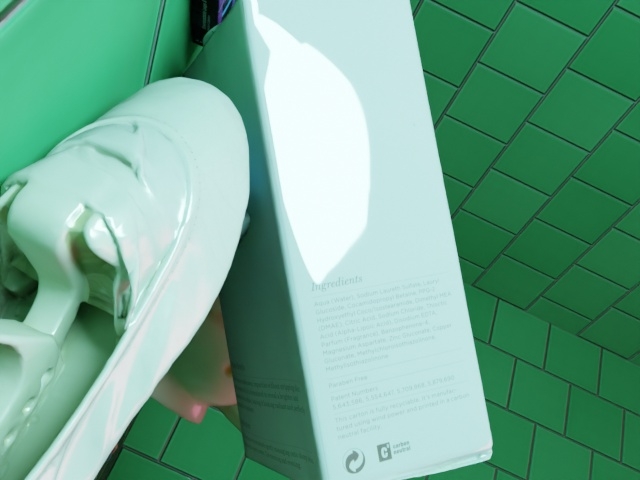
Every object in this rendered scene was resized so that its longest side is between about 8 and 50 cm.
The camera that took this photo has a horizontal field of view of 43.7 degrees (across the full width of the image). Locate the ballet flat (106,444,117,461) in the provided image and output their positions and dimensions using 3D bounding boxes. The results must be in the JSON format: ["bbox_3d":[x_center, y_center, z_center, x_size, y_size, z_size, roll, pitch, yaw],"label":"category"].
[{"bbox_3d":[-0.298,0.222,1.053,0.248,0.086,0.086,-58,-173,52],"label":"ballet flat"}]

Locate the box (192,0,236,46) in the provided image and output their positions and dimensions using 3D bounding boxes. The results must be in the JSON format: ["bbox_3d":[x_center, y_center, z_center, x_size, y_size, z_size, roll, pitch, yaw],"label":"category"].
[{"bbox_3d":[-0.072,-0.243,0.675,0.116,0.029,0.162,-65,-175,-13],"label":"box"}]

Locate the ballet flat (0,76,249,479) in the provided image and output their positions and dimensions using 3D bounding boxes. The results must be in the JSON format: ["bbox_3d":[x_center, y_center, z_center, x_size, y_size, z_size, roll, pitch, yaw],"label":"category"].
[{"bbox_3d":[-0.151,0.046,0.438,0.400,0.139,0.139,-65,-177,-21],"label":"ballet flat"}]

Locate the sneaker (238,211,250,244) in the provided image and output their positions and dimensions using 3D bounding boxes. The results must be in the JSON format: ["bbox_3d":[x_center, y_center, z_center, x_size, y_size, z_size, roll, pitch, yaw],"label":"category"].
[{"bbox_3d":[-0.177,0.034,0.701,0.139,0.125,0.341,-36,170,-30],"label":"sneaker"}]

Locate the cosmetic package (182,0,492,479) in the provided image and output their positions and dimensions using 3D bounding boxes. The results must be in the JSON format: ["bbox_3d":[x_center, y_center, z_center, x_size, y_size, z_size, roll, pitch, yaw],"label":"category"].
[{"bbox_3d":[0.000,0.000,0.695,0.217,0.156,0.385,169,-86,-67],"label":"cosmetic package"}]

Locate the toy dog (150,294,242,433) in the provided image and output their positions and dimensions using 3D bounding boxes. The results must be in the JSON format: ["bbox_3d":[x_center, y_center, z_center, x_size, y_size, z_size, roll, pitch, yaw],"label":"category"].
[{"bbox_3d":[-0.042,0.044,1.020,0.408,0.395,0.284,-56,174,-4],"label":"toy dog"}]
